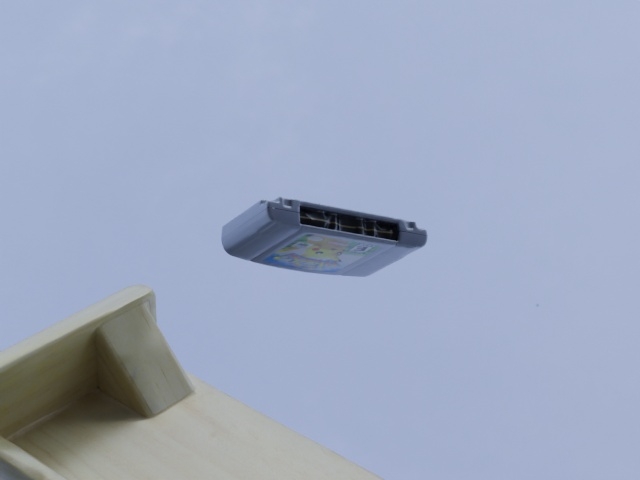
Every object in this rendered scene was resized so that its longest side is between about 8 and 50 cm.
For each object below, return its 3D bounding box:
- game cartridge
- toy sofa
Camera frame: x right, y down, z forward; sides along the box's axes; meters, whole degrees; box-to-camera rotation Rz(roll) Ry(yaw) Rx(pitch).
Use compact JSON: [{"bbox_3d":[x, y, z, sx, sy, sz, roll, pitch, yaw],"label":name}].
[{"bbox_3d":[0.000,0.000,0.635,0.083,0.056,0.017,10,-108,-28],"label":"game cartridge"},{"bbox_3d":[-0.024,0.180,0.712,0.362,0.150,0.177,24,-54,32],"label":"toy sofa"}]
